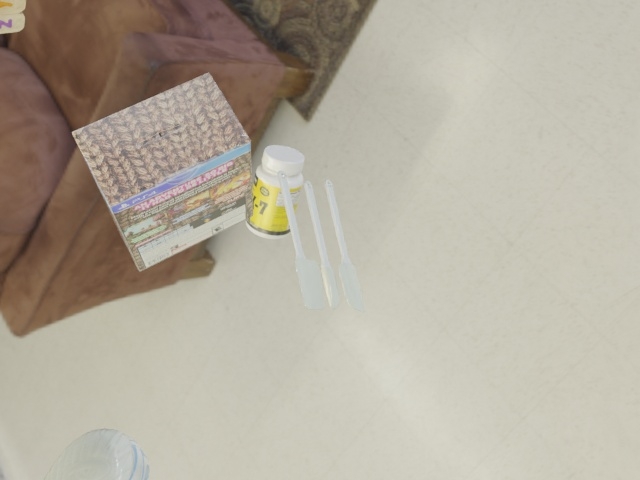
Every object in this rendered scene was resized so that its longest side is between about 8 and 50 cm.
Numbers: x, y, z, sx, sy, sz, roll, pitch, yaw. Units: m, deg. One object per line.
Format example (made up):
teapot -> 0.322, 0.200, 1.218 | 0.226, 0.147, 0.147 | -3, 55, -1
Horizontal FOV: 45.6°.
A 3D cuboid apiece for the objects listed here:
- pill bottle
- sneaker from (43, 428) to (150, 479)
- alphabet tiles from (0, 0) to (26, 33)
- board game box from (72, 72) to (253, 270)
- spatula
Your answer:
pill bottle -> -0.108, -0.119, 1.862 | 0.119, 0.119, 0.208 | 36, 125, 34
sneaker -> -0.222, 0.252, 0.586 | 0.085, 0.237, 0.086 | 29, 154, 31
alphabet tiles -> -0.725, -0.465, 1.506 | 0.021, 0.278, 0.284 | 61, 147, 17
board game box -> -0.246, -0.102, 1.266 | 0.141, 0.232, 0.291 | 59, 165, 17
spatula -> 0.000, 0.000, 1.253 | 0.019, 0.168, 0.242 | -25, 70, 37
